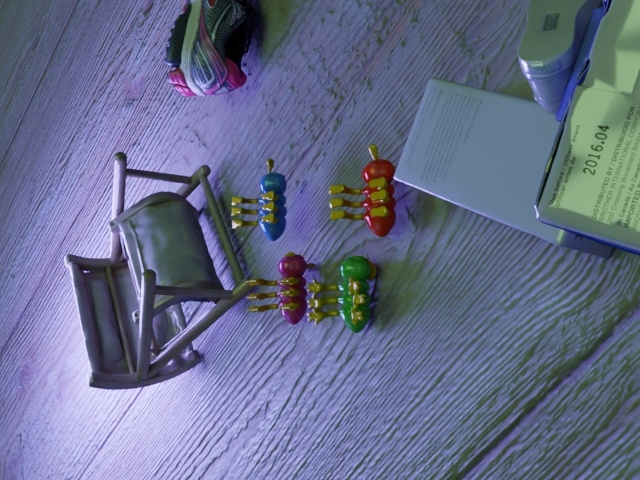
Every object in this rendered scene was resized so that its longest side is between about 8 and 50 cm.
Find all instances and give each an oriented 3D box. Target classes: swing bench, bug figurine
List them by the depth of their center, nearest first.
[{"bbox_3d":[0.000,0.000,1.053,0.279,0.072,0.216,-1,86,47],"label":"bug figurine"},{"bbox_3d":[-0.253,0.050,1.297,0.254,0.165,0.253,-55,43,35],"label":"swing bench"}]

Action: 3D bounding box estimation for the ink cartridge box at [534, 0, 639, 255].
[{"bbox_3d":[0.320,-0.095,0.554,0.396,0.151,0.269,22,97,41],"label":"ink cartridge box"}]

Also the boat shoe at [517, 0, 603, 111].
[{"bbox_3d":[0.225,-0.181,0.789,0.066,0.063,0.184,-5,36,24],"label":"boat shoe"}]

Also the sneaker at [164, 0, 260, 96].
[{"bbox_3d":[-0.146,-0.360,1.328,0.112,0.121,0.299,2,80,23],"label":"sneaker"}]

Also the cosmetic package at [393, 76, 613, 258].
[{"bbox_3d":[0.184,-0.075,0.828,0.231,0.086,0.117,30,103,49],"label":"cosmetic package"}]
